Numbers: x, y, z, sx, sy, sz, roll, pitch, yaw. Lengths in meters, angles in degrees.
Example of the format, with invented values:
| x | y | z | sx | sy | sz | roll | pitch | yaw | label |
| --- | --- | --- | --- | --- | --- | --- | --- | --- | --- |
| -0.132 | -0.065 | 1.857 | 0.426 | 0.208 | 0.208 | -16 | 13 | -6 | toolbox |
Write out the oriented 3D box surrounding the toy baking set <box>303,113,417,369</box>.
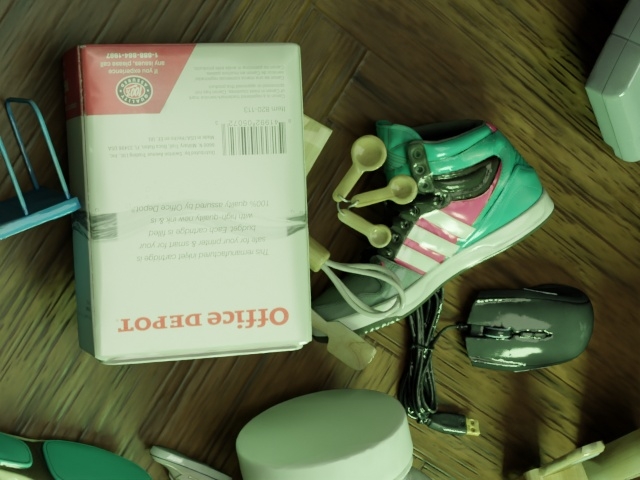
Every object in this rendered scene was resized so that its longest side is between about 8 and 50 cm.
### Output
| x | y | z | sx | sy | sz | roll | pitch | yaw | label |
| --- | --- | --- | --- | --- | --- | --- | --- | --- | --- |
| -0.007 | -0.002 | 1.362 | 0.197 | 0.030 | 0.256 | 7 | 95 | 10 | toy baking set |

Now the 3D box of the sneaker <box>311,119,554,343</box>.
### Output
| x | y | z | sx | sy | sz | roll | pitch | yaw | label |
| --- | --- | --- | --- | --- | --- | --- | --- | --- | --- |
| 0.085 | -0.034 | 1.415 | 0.295 | 0.124 | 0.178 | -32 | 106 | -11 | sneaker |

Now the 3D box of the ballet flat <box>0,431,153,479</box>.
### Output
| x | y | z | sx | sy | sz | roll | pitch | yaw | label |
| --- | --- | --- | --- | --- | --- | --- | --- | --- | --- |
| -0.280 | 0.229 | 1.306 | 0.248 | 0.086 | 0.086 | 22 | 89 | -28 | ballet flat |

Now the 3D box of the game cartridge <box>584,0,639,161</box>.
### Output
| x | y | z | sx | sy | sz | roll | pitch | yaw | label |
| --- | --- | --- | --- | --- | --- | --- | --- | --- | --- |
| 0.402 | -0.249 | 1.526 | 0.297 | 0.062 | 0.198 | -56 | 155 | -7 | game cartridge |

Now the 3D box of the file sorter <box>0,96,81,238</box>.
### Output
| x | y | z | sx | sy | sz | roll | pitch | yaw | label |
| --- | --- | --- | --- | --- | --- | --- | --- | --- | --- |
| -0.321 | -0.050 | 1.201 | 0.170 | 0.118 | 0.104 | -24 | 106 | -22 | file sorter |

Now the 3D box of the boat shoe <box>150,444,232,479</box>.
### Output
| x | y | z | sx | sy | sz | roll | pitch | yaw | label |
| --- | --- | --- | --- | --- | --- | --- | --- | --- | --- |
| -0.137 | 0.241 | 1.401 | 0.100 | 0.035 | 0.035 | 31 | 82 | -36 | boat shoe |

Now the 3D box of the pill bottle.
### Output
| x | y | z | sx | sy | sz | roll | pitch | yaw | label |
| --- | --- | --- | --- | --- | --- | --- | --- | --- | --- |
| 0.036 | 0.373 | 1.406 | 0.229 | 0.229 | 0.407 | -18 | 108 | -24 | pill bottle |

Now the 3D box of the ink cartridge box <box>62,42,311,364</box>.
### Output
| x | y | z | sx | sy | sz | roll | pitch | yaw | label |
| --- | --- | --- | --- | --- | --- | --- | --- | --- | --- |
| -0.126 | -0.038 | 1.268 | 0.207 | 0.117 | 0.283 | -3 | 93 | -19 | ink cartridge box |

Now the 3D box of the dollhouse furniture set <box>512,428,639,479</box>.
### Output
| x | y | z | sx | sy | sz | roll | pitch | yaw | label |
| --- | --- | --- | --- | --- | --- | --- | --- | --- | --- |
| 0.429 | 0.384 | 1.551 | 0.303 | 0.174 | 0.355 | -11 | 72 | -28 | dollhouse furniture set |

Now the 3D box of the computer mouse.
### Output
| x | y | z | sx | sy | sz | roll | pitch | yaw | label |
| --- | --- | --- | --- | --- | --- | --- | --- | --- | --- |
| 0.211 | 0.137 | 1.548 | 0.262 | 0.060 | 0.184 | 6 | 96 | -28 | computer mouse |
